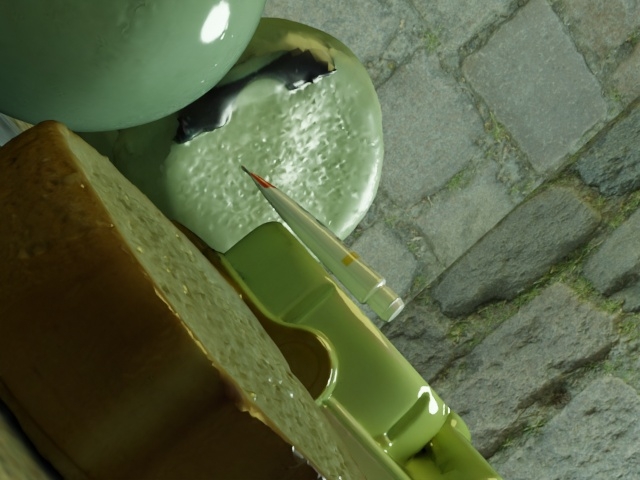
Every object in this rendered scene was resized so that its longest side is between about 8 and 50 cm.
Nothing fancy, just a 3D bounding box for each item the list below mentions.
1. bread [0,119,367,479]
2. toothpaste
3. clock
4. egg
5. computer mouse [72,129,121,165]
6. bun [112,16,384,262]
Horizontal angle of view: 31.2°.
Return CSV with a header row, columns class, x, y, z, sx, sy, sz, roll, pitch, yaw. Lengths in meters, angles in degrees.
class,x,y,z,sx,sy,sz,roll,pitch,yaw
bread,-0.067,0.051,0.486,0.236,0.070,0.236,49,-1,1
toothpaste,0.000,0.000,1.024,0.190,0.031,0.048,44,1,14
clock,0.002,0.108,1.036,0.348,0.117,0.286,49,-2,-21
egg,-0.181,-0.223,0.840,0.276,0.276,0.389,49,-7,-34
computer mouse,-0.184,-0.075,1.330,0.288,0.097,0.159,47,-3,11
bun,-0.086,-0.099,1.203,0.293,0.293,0.187,49,-7,-37
